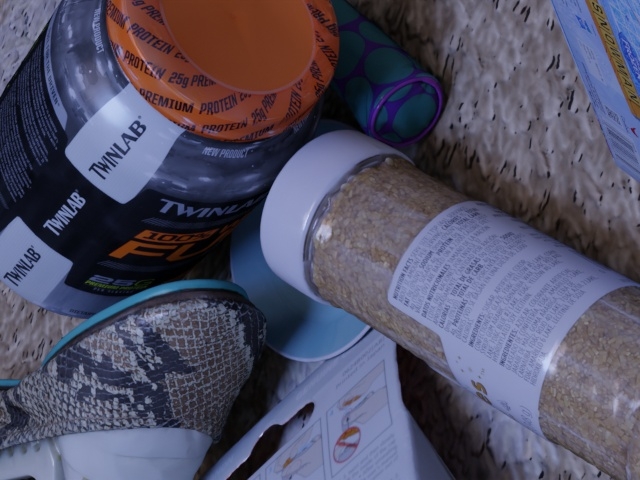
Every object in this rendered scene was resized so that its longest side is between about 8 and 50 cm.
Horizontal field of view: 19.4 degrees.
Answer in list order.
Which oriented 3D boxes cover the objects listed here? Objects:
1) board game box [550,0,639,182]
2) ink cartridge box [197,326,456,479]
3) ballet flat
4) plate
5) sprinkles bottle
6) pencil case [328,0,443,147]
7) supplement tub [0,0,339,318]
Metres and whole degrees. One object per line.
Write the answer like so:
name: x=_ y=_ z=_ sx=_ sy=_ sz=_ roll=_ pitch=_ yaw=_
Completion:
board game box: x=0.248 y=-0.070 z=1.007 sx=0.066 sy=0.319 sz=0.318 roll=-41 pitch=51 yaw=-7
ink cartridge box: x=-0.005 y=0.268 z=1.322 sx=0.308 sy=0.091 sz=0.385 roll=-44 pitch=26 yaw=25
ballet flat: x=-0.200 y=0.171 z=1.535 sx=0.483 sy=0.164 sz=0.182 roll=-21 pitch=64 yaw=48
plate: x=0.000 y=0.000 z=1.446 sx=0.188 sy=0.024 sz=0.188 roll=-5 pitch=83 yaw=45
sprinkles bottle: x=0.117 y=0.043 z=1.234 sx=0.355 sy=0.121 sz=0.121 roll=31 pitch=108 yaw=39
pencil case: x=0.024 y=-0.131 z=1.405 sx=0.070 sy=0.064 sz=0.152 roll=-52 pitch=51 yaw=9
supplement tub: x=-0.130 y=-0.088 z=1.403 sx=0.338 sy=0.207 sz=0.207 roll=-42 pitch=56 yaw=56
